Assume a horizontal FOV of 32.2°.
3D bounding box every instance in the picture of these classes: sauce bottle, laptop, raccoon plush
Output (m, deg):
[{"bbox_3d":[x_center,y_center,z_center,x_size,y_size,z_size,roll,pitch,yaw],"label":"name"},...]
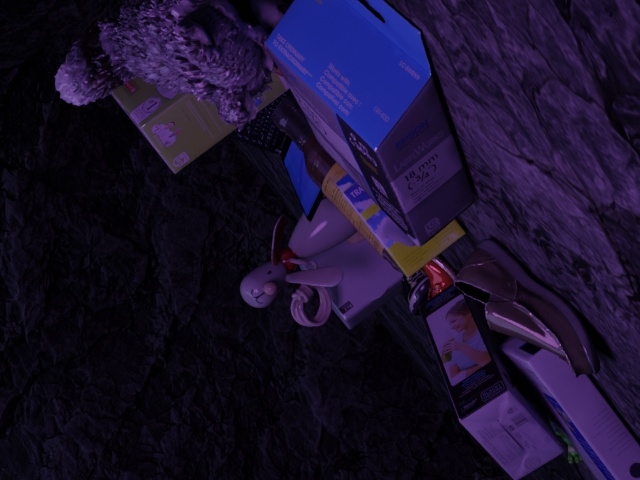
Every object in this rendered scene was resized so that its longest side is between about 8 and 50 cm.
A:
[{"bbox_3d":[0.051,-0.102,1.755,0.344,0.111,0.111,47,174,22],"label":"sauce bottle"},{"bbox_3d":[-0.099,-0.182,1.964,0.264,0.136,0.234,19,148,-5],"label":"laptop"},{"bbox_3d":[-0.210,-0.220,1.524,0.216,0.446,0.299,36,-143,-23],"label":"raccoon plush"}]

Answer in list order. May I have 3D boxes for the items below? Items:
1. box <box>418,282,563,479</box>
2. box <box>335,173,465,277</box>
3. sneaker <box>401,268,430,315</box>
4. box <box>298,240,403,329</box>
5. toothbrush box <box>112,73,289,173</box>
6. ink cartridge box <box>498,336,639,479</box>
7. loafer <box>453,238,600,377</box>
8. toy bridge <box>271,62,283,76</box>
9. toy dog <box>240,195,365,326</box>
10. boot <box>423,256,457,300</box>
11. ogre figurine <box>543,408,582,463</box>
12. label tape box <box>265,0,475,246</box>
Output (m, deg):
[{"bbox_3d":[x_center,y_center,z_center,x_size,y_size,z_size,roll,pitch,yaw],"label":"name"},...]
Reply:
[{"bbox_3d":[0.259,0.210,1.721,0.169,0.087,0.290,47,-165,-30],"label":"box"},{"bbox_3d":[0.115,-0.047,1.614,0.178,0.109,0.042,52,179,5],"label":"box"},{"bbox_3d":[0.182,0.087,2.111,0.097,0.084,0.234,53,175,12],"label":"sneaker"},{"bbox_3d":[0.074,0.060,2.348,0.182,0.181,0.119,52,175,14],"label":"box"},{"bbox_3d":[-0.188,-0.275,1.771,0.206,0.283,0.122,47,174,42],"label":"toothbrush box"},{"bbox_3d":[0.395,0.276,1.611,0.332,0.065,0.165,54,176,-5],"label":"ink cartridge box"},{"bbox_3d":[0.262,0.100,1.429,0.251,0.087,0.094,48,173,45],"label":"loafer"},{"bbox_3d":[-0.009,-0.222,1.715,0.188,0.026,0.063,34,-151,-16],"label":"toy bridge"},{"bbox_3d":[0.000,0.000,2.144,0.220,0.333,0.161,28,167,-23],"label":"toy dog"},{"bbox_3d":[0.207,0.092,1.926,0.158,0.085,0.059,54,177,-3],"label":"boot"},{"bbox_3d":[0.369,0.285,1.793,0.118,0.097,0.197,35,-160,-30],"label":"ogre figurine"},{"bbox_3d":[0.049,-0.174,1.338,0.240,0.106,0.333,48,174,35],"label":"label tape box"}]
